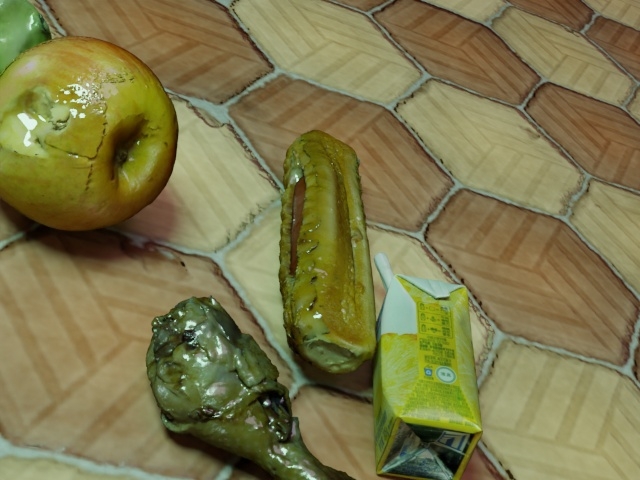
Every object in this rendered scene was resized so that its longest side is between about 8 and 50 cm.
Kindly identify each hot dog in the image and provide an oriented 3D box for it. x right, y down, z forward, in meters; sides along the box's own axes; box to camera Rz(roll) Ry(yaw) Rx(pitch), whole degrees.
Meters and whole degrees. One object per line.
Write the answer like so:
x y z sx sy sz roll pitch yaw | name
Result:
0.001 0.001 0.816 0.083 0.068 0.289 41 25 -25 | hot dog

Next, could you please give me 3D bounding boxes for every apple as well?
-0.170 -0.076 0.722 0.147 0.146 0.146 19 36 -14 | apple

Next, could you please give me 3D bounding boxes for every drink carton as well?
0.076 0.083 0.751 0.075 0.084 0.200 9 40 -4 | drink carton

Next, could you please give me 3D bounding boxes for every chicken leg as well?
-0.043 0.120 0.645 0.198 0.069 0.085 46 14 12 | chicken leg

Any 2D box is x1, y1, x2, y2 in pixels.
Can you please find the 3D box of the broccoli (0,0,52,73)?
-0.347 -0.290 0.833 0.254 0.186 0.302 11 31 -39 | broccoli
